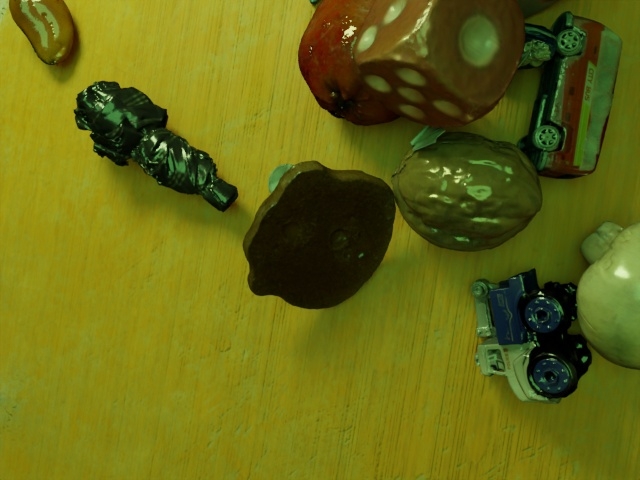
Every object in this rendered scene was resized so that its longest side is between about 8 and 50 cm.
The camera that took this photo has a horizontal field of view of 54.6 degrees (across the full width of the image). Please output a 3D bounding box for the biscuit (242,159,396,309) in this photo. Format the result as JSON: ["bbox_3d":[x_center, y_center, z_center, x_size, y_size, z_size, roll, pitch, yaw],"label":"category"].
[{"bbox_3d":[-0.001,-0.001,1.038,0.257,0.049,0.273,11,118,-29],"label":"biscuit"}]

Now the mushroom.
[{"bbox_3d":[0.497,0.065,0.956,0.260,0.234,0.254,17,114,-32],"label":"mushroom"}]

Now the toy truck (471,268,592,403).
[{"bbox_3d":[0.334,0.157,1.015,0.177,0.161,0.213,-10,88,31],"label":"toy truck"}]

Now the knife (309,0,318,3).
[{"bbox_3d":[-0.013,-0.595,1.154,0.044,0.019,0.313,-4,88,3],"label":"knife"}]

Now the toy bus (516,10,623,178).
[{"bbox_3d":[0.409,-0.231,1.017,0.119,0.121,0.265,12,90,3],"label":"toy bus"}]

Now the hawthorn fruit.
[{"bbox_3d":[0.073,-0.346,1.042,0.211,0.211,0.299,3,79,11],"label":"hawthorn fruit"}]

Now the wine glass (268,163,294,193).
[{"bbox_3d":[-0.039,-0.091,1.079,0.073,0.155,0.073,1,93,11],"label":"wine glass"}]

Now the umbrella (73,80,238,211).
[{"bbox_3d":[-0.295,-0.173,1.158,0.336,0.154,0.128,30,134,-6],"label":"umbrella"}]

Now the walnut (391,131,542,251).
[{"bbox_3d":[0.233,-0.080,1.005,0.245,0.198,0.198,14,92,19],"label":"walnut"}]

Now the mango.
[{"bbox_3d":[-0.541,-0.429,1.225,0.105,0.084,0.159,-26,104,-6],"label":"mango"}]

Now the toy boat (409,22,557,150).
[{"bbox_3d":[0.238,-0.245,0.980,0.291,0.220,0.067,-43,114,-18],"label":"toy boat"}]

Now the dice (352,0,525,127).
[{"bbox_3d":[0.164,-0.274,0.875,0.175,0.179,0.174,30,83,-28],"label":"dice"}]

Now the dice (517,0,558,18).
[{"bbox_3d":[0.277,-0.526,0.948,0.277,0.304,0.304,-19,85,9],"label":"dice"}]
